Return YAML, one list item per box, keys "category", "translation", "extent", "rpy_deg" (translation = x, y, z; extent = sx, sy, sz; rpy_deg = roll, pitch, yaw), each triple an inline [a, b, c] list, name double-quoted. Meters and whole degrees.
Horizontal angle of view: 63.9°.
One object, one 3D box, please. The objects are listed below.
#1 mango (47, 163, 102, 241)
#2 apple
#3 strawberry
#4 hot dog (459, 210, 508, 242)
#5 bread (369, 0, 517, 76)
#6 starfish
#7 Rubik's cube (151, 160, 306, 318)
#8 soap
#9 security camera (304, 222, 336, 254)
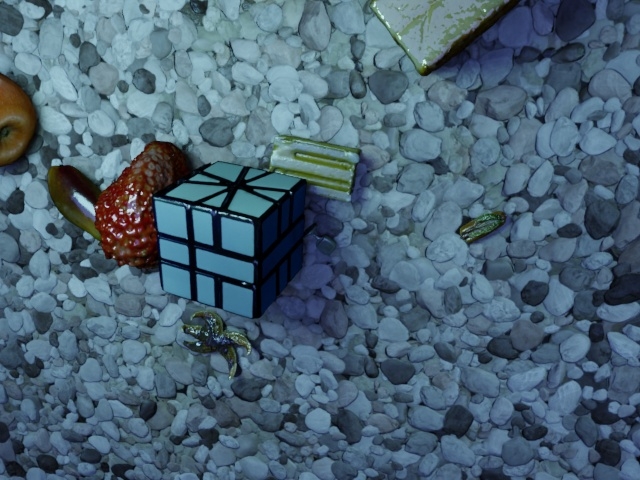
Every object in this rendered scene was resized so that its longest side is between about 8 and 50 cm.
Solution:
- category: "mango"
  translation: [-0.697, -0.106, 1.505]
  extent: [0.133, 0.111, 0.267]
  rpy_deg: [-40, 93, 3]
- category: "apple"
  translation: [-0.925, -0.331, 1.421]
  extent: [0.206, 0.251, 0.272]
  rpy_deg: [32, 97, 1]
- category: "strawberry"
  translation: [-0.453, -0.098, 1.377]
  extent: [0.267, 0.312, 0.351]
  rpy_deg: [18, 90, -14]
- category: "hot dog"
  translation: [0.419, -0.037, 1.321]
  extent: [0.133, 0.041, 0.056]
  rpy_deg: [-29, 98, 18]
- category: "bread"
  translation: [0.274, -0.516, 1.105]
  extent: [0.279, 0.279, 0.207]
  rpy_deg: [-38, 97, 21]
- category: "starfish"
  translation: [-0.313, 0.313, 1.566]
  extent: [0.238, 0.071, 0.216]
  rpy_deg: [0, 110, 23]
- category: "Rubik's cube"
  translation: [-0.218, -0.012, 1.292]
  extent: [0.293, 0.288, 0.283]
  rpy_deg: [13, 121, 20]
- category: "soap"
  translation: [-0.016, -0.193, 1.355]
  extent: [0.233, 0.076, 0.135]
  rpy_deg: [13, 108, 8]
- category: "security camera"
  translation: [0.000, 0.000, 1.424]
  extent: [0.058, 0.058, 0.092]
  rpy_deg: [-41, 106, 19]
